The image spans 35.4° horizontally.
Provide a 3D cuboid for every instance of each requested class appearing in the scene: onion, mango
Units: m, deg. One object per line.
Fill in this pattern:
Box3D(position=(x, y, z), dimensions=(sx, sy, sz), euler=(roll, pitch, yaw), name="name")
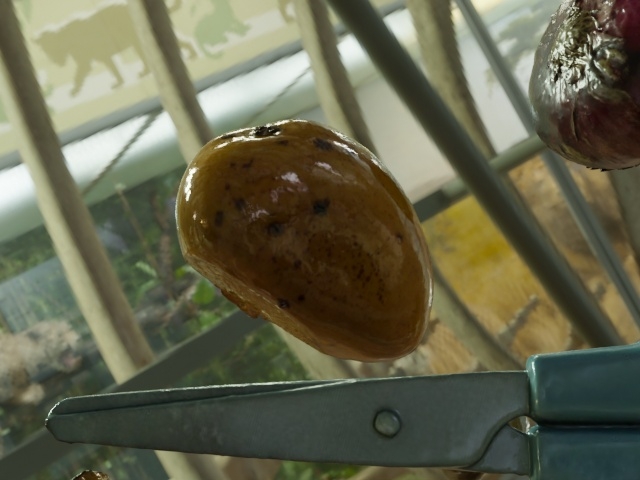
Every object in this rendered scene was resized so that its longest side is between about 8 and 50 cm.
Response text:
Box3D(position=(0.344, -0.190, 1.120), dimensions=(0.246, 0.190, 0.246), euler=(-53, 21, 30), name="onion")
Box3D(position=(0.000, 0.000, 0.962), dimensions=(0.191, 0.290, 0.160), euler=(-52, 19, -12), name="mango")

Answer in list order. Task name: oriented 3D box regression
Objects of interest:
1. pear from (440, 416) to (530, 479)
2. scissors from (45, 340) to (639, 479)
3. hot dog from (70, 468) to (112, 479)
Box3D(position=(0.246, 0.299, 1.568), dimensions=(0.167, 0.136, 0.167), euler=(-4, -38, -3), name="pear")
Box3D(position=(0.076, 0.093, 0.511), dimensions=(0.447, 0.192, 0.029), euler=(-1, -4, 7), name="scissors")
Box3D(position=(-0.274, 0.318, 0.915), dimensions=(0.269, 0.072, 0.115), euler=(-49, -11, -38), name="hot dog")
